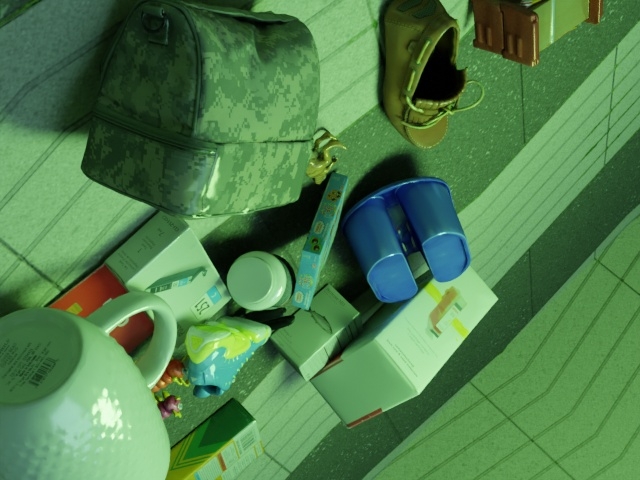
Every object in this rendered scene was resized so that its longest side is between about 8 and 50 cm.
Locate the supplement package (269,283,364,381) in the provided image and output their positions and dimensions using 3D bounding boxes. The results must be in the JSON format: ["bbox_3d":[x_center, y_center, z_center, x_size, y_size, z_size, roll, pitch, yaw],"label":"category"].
[{"bbox_3d":[-0.006,0.204,2.228,0.179,0.105,0.105,-42,155,-11],"label":"supplement package"}]

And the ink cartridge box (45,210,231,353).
[{"bbox_3d":[-0.293,0.108,1.681,0.261,0.066,0.296,-42,155,-11],"label":"ink cartridge box"}]

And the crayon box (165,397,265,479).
[{"bbox_3d":[-0.282,0.521,2.287,0.323,0.083,0.203,-38,154,-19],"label":"crayon box"}]

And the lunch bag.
[{"bbox_3d":[-0.139,-0.183,1.327,0.305,0.213,0.256,-9,119,-57],"label":"lunch bag"}]

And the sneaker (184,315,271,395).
[{"bbox_3d":[-0.174,0.207,1.818,0.240,0.091,0.126,2,101,-62],"label":"sneaker"}]

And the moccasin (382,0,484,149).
[{"bbox_3d":[0.199,-0.280,1.786,0.139,0.147,0.380,-37,154,-20],"label":"moccasin"}]

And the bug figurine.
[{"bbox_3d":[-0.283,0.281,1.878,0.216,0.072,0.279,-31,159,14],"label":"bug figurine"}]

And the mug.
[{"bbox_3d":[-0.361,0.230,1.530,0.374,0.276,0.328,-44,149,-26],"label":"mug"}]

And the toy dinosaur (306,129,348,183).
[{"bbox_3d":[-0.014,-0.140,1.760,0.112,0.064,0.211,-49,155,6],"label":"toy dinosaur"}]

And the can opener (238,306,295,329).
[{"bbox_3d":[-0.120,0.156,1.956,0.186,0.059,0.073,-20,-135,52],"label":"can opener"}]

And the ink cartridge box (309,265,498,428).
[{"bbox_3d":[0.193,0.227,2.331,0.385,0.160,0.279,-40,180,-43],"label":"ink cartridge box"}]

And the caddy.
[{"bbox_3d":[0.179,-0.013,2.125,0.241,0.179,0.341,-24,155,3],"label":"caddy"}]

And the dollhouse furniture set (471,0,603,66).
[{"bbox_3d":[0.381,-0.521,1.771,0.201,0.152,0.374,-33,135,-26],"label":"dollhouse furniture set"}]

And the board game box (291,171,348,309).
[{"bbox_3d":[0.000,0.000,1.892,0.160,0.039,0.211,102,7,-48],"label":"board game box"}]

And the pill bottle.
[{"bbox_3d":[-0.109,0.073,1.817,0.108,0.108,0.180,-48,173,2],"label":"pill bottle"}]
